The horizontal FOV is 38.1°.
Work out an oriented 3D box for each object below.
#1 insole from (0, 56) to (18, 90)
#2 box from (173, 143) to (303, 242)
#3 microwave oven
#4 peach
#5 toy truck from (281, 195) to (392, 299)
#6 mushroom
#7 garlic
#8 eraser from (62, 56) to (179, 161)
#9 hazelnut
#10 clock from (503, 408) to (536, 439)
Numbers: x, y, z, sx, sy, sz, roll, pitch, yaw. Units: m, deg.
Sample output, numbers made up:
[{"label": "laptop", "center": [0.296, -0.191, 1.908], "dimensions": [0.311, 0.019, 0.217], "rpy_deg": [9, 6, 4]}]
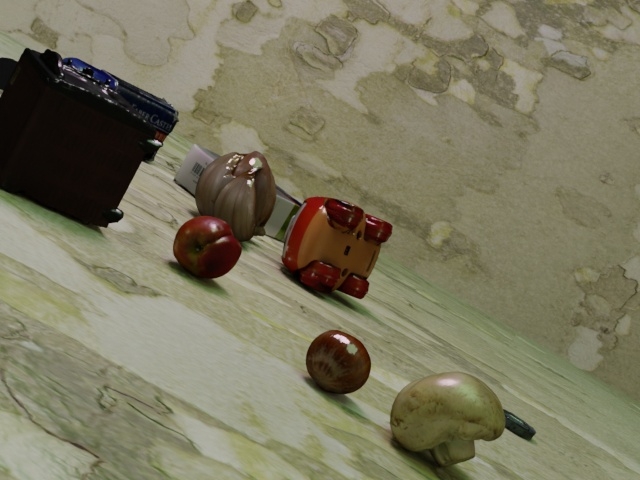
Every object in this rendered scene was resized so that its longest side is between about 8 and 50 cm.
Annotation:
[{"label": "insole", "center": [-0.590, -0.307, 1.979], "dimensions": [0.348, 0.119, 0.009], "rpy_deg": [29, -32, 20]}, {"label": "box", "center": [-0.180, -0.107, 2.252], "dimensions": [0.200, 0.106, 0.299], "rpy_deg": [38, 10, 39]}, {"label": "microwave oven", "center": [-0.366, -0.158, 1.348], "dimensions": [0.178, 0.188, 0.247], "rpy_deg": [27, 6, -33]}, {"label": "peach", "center": [-0.170, 0.010, 1.388], "dimensions": [0.101, 0.101, 0.101], "rpy_deg": [30, 6, -3]}, {"label": "toy truck", "center": [0.000, 0.000, 1.928], "dimensions": [0.239, 0.189, 0.265], "rpy_deg": [22, 0, 36]}, {"label": "mushroom", "center": [0.155, 0.218, 1.140], "dimensions": [0.148, 0.148, 0.112], "rpy_deg": [20, 52, -62]}, {"label": "garlic", "center": [-0.184, -0.092, 1.912], "dimensions": [0.160, 0.191, 0.214], "rpy_deg": [7, 13, 14]}, {"label": "eraser", "center": [-0.482, -0.303, 2.157], "dimensions": [0.101, 0.155, 0.332], "rpy_deg": [36, 8, 35]}, {"label": "hazelnut", "center": [0.022, 0.160, 1.188], "dimensions": [0.086, 0.086, 0.086], "rpy_deg": [30, 6, -3]}, {"label": "clock", "center": [0.343, 0.325, 1.647], "dimensions": [0.085, 0.017, 0.085], "rpy_deg": [30, 6, -3]}]
